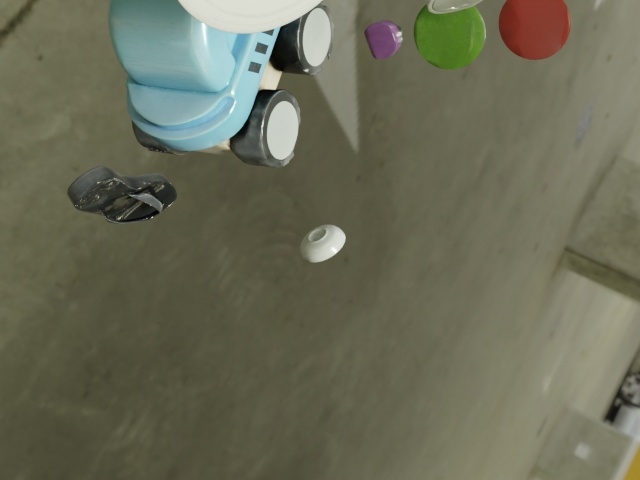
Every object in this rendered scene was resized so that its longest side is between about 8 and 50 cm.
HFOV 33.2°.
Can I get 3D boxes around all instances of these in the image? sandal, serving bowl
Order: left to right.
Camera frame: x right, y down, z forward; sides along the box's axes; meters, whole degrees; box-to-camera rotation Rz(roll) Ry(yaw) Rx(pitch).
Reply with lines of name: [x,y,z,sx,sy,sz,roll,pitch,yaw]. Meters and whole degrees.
sandal: [-0.288,-0.054,1.590,0.097,0.054,0.254,-40,167,15]
serving bowl: [0.000,0.000,1.856,0.083,0.083,0.027,-52,129,-29]

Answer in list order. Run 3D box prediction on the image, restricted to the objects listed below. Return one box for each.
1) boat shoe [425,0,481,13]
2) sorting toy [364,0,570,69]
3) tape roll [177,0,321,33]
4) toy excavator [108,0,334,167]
boat shoe: [0.274,-0.417,1.644,0.095,0.254,0.079,68,6,-74]
sorting toy: [0.264,-0.377,1.882,0.126,0.365,0.127,-43,126,-59]
tape roll: [-0.092,-0.369,1.154,0.246,0.169,0.246,-21,139,-20]
toy excavator: [-0.164,-0.355,1.369,0.445,0.222,0.433,40,64,-59]
